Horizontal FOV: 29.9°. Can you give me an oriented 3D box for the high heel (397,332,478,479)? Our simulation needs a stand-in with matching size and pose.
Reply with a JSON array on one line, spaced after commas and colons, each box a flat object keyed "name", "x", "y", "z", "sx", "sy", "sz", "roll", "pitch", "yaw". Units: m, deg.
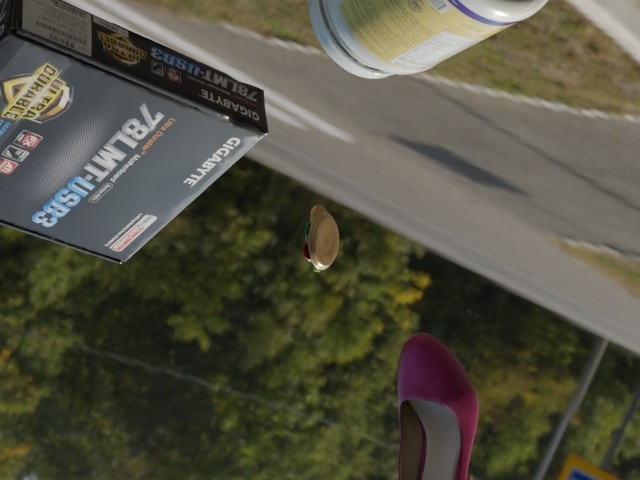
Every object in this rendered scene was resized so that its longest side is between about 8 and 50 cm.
[{"name": "high heel", "x": 0.102, "y": 0.214, "z": 1.183, "sx": 0.082, "sy": 0.244, "sz": 0.117, "roll": 11, "pitch": -144, "yaw": 24}]

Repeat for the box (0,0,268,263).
[{"name": "box", "x": -0.257, "y": -0.107, "z": 1.260, "sx": 0.293, "sy": 0.073, "sz": 0.295, "roll": 22, "pitch": 138, "yaw": -34}]

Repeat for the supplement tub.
[{"name": "supplement tub", "x": 0.155, "y": -0.382, "z": 1.732, "sx": 0.241, "sy": 0.241, "sz": 0.331, "roll": 24, "pitch": 156, "yaw": -28}]

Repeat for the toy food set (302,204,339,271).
[{"name": "toy food set", "x": 0.000, "y": 0.000, "z": 1.647, "sx": 0.020, "sy": 0.083, "sz": 0.083, "roll": 3, "pitch": 140, "yaw": 28}]
